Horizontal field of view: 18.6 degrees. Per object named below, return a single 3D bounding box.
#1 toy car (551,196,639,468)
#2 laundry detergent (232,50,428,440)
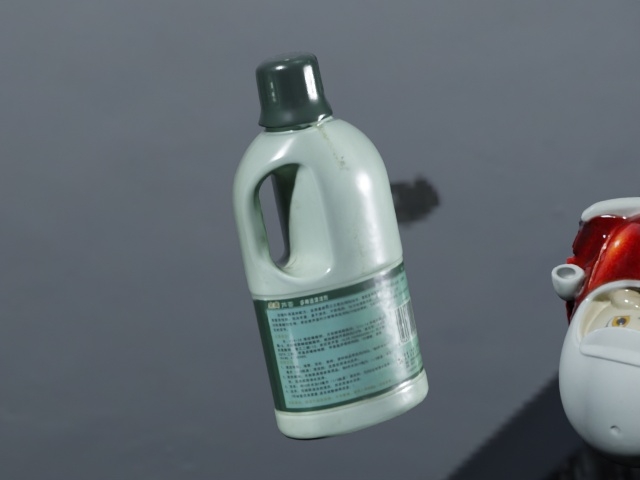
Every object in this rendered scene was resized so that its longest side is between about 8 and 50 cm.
[{"bbox_3d":[0.163,0.062,0.953,0.112,0.112,0.139,12,130,24],"label":"toy car"},{"bbox_3d":[0.000,0.000,1.160,0.099,0.070,0.226,-16,105,-17],"label":"laundry detergent"}]
